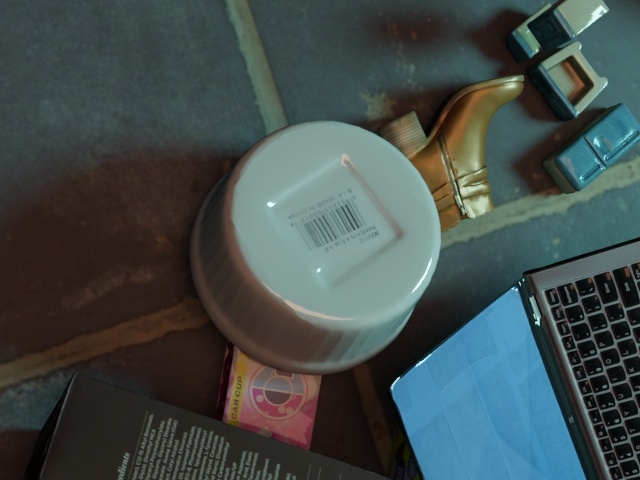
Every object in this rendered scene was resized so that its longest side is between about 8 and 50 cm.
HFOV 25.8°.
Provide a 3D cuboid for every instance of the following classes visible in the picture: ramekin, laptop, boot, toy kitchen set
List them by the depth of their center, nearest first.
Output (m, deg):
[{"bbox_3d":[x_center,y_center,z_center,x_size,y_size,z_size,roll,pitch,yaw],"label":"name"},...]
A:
[{"bbox_3d":[0.000,0.000,1.565,0.277,0.135,0.277,6,67,-14],"label":"ramekin"},{"bbox_3d":[0.341,0.228,1.578,0.408,0.236,0.382,-18,106,15],"label":"laptop"},{"bbox_3d":[0.307,-0.177,1.668,0.122,0.166,0.207,-39,96,-12],"label":"toy kitchen set"},{"bbox_3d":[0.181,-0.105,1.687,0.197,0.073,0.152,-26,92,-1],"label":"boot"}]

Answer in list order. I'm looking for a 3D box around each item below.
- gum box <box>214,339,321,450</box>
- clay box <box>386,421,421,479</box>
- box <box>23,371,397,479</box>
[{"bbox_3d":[-0.060,0.174,1.619,0.107,0.062,0.188,10,85,-12],"label":"gum box"},{"bbox_3d":[0.114,0.290,1.622,0.053,0.127,0.222,13,84,-12],"label":"clay box"},{"bbox_3d":[-0.127,0.291,1.519,0.381,0.191,0.143,20,58,-13],"label":"box"}]
